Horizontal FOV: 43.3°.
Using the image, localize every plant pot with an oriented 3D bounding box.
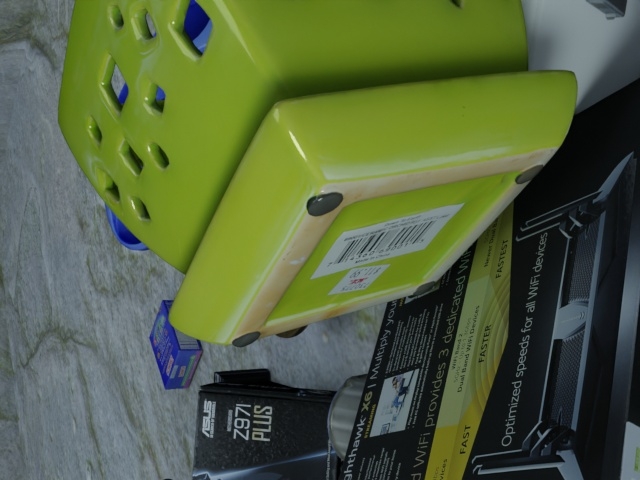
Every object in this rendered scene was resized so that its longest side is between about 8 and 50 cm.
[{"bbox_3d":[-0.004,-0.077,0.477,0.207,0.228,0.227,63,144,23],"label":"plant pot"}]

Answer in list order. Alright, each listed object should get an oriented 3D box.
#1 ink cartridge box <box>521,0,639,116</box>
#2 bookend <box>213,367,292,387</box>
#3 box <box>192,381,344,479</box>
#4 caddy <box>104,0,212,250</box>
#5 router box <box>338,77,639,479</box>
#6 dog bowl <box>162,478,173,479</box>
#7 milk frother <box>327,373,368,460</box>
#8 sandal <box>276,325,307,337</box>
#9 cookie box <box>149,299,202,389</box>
[{"bbox_3d":[0.132,-0.227,0.565,0.197,0.114,0.273,26,111,57],"label":"ink cartridge box"},{"bbox_3d":[-0.061,0.237,0.928,0.157,0.072,0.156,0,88,60],"label":"bookend"},{"bbox_3d":[-0.047,0.238,0.807,0.077,0.147,0.180,25,-111,-75],"label":"box"},{"bbox_3d":[-0.152,-0.133,0.952,0.341,0.179,0.241,-46,51,37],"label":"caddy"},{"bbox_3d":[0.120,0.081,0.484,0.243,0.081,0.309,-31,35,56],"label":"router box"},{"bbox_3d":[-0.139,0.437,0.853,0.349,0.102,0.349,155,90,-85],"label":"dog bowl"},{"bbox_3d":[0.054,0.183,0.660,0.134,0.143,0.129,-9,88,57],"label":"milk frother"},{"bbox_3d":[0.000,0.000,0.853,0.090,0.060,0.219,10,84,54],"label":"sandal"},{"bbox_3d":[-0.225,0.161,1.246,0.107,0.040,0.092,62,139,40],"label":"cookie box"}]
